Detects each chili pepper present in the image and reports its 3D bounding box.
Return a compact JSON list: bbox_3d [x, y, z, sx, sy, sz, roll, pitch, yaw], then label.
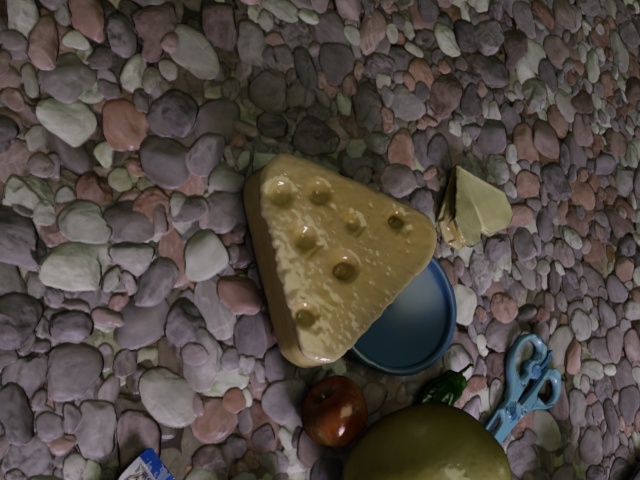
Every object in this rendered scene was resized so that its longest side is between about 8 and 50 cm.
[{"bbox_3d":[0.246,0.344,1.678,0.122,0.065,0.279,44,60,-31],"label":"chili pepper"}]

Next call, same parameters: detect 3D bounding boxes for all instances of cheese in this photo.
[{"bbox_3d":[-0.001,0.001,1.526,0.383,0.104,0.384,8,73,-26],"label":"cheese"}]

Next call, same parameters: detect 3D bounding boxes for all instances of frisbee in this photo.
[{"bbox_3d":[0.140,0.127,1.650,0.289,0.049,0.290,8,71,-24],"label":"frisbee"}]

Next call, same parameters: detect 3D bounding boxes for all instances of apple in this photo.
[{"bbox_3d":[0.171,0.413,1.481,0.233,0.295,0.258,44,32,4],"label":"apple"},{"bbox_3d":[0.028,0.308,1.491,0.126,0.126,0.102,-54,124,-31],"label":"apple"}]

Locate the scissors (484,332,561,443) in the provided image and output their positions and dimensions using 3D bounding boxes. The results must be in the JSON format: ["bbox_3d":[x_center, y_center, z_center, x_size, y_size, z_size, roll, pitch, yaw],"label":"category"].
[{"bbox_3d":[0.414,0.362,1.812,0.393,0.032,0.180,-42,105,-34],"label":"scissors"}]

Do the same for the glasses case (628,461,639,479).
[{"bbox_3d":[0.735,0.640,1.966,0.299,0.060,0.114,-39,104,-35],"label":"glasses case"}]

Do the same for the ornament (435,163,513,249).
[{"bbox_3d":[0.332,-0.084,1.836,0.201,0.059,0.180,-23,93,-39],"label":"ornament"}]

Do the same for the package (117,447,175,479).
[{"bbox_3d":[-0.282,0.442,1.298,0.173,0.027,0.171,-41,105,-31],"label":"package"}]
